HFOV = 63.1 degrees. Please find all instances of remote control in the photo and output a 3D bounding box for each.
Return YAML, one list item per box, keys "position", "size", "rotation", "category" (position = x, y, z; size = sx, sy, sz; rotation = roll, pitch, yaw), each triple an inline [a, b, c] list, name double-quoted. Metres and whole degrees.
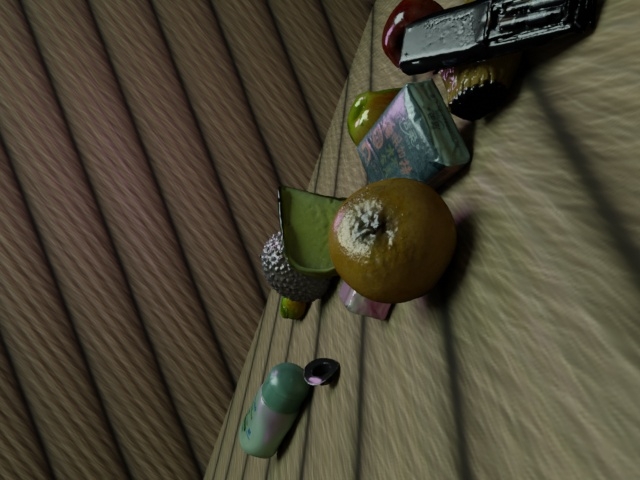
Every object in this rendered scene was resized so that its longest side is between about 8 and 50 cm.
- position: [0.319, -0.414, 1.017]
  size: [0.399, 0.062, 0.144]
  rotation: [3, 81, 46]
  category: "remote control"

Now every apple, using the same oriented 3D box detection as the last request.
- position: [0.306, -0.650, 1.654]
  size: [0.234, 0.234, 0.234]
  rotation: [-159, 90, -79]
  category: "apple"
- position: [0.201, -0.357, 1.561]
  size: [0.246, 0.226, 0.246]
  rotation: [-159, 90, -76]
  category: "apple"

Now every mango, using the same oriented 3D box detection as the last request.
- position: [-0.119, 0.279, 2.225]
  size: [0.233, 0.111, 0.125]
  rotation: [123, 168, -52]
  category: "mango"

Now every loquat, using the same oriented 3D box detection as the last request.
- position: [0.147, -0.002, 1.076]
  size: [0.263, 0.263, 0.263]
  rotation: [-159, 90, -79]
  category: "loquat"

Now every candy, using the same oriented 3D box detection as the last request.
- position: [0.146, 0.059, 1.328]
  size: [0.155, 0.116, 0.265]
  rotation: [-143, 75, -78]
  category: "candy"

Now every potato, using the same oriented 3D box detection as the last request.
- position: [0.000, 0.000, 1.745]
  size: [0.213, 0.330, 0.280]
  rotation: [86, -166, -72]
  category: "potato"

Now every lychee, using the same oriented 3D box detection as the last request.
- position: [-0.077, 0.090, 1.935]
  size: [0.300, 0.300, 0.300]
  rotation: [-159, 90, -79]
  category: "lychee"

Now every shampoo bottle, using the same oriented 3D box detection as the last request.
- position: [-0.150, 0.557, 1.749]
  size: [0.222, 0.151, 0.349]
  rotation: [-85, 20, -61]
  category: "shampoo bottle"

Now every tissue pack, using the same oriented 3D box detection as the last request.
- position: [0.215, -0.216, 1.302]
  size: [0.228, 0.103, 0.315]
  rotation: [68, 156, 12]
  category: "tissue pack"

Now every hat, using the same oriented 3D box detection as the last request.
- position: [0.008, 0.389, 1.523]
  size: [0.121, 0.121, 0.050]
  rotation: [-99, -9, -69]
  category: "hat"

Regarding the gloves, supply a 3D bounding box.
- position: [0.353, -0.434, 1.153]
  size: [0.203, 0.155, 0.356]
  rotation: [-42, 25, 59]
  category: "gloves"
